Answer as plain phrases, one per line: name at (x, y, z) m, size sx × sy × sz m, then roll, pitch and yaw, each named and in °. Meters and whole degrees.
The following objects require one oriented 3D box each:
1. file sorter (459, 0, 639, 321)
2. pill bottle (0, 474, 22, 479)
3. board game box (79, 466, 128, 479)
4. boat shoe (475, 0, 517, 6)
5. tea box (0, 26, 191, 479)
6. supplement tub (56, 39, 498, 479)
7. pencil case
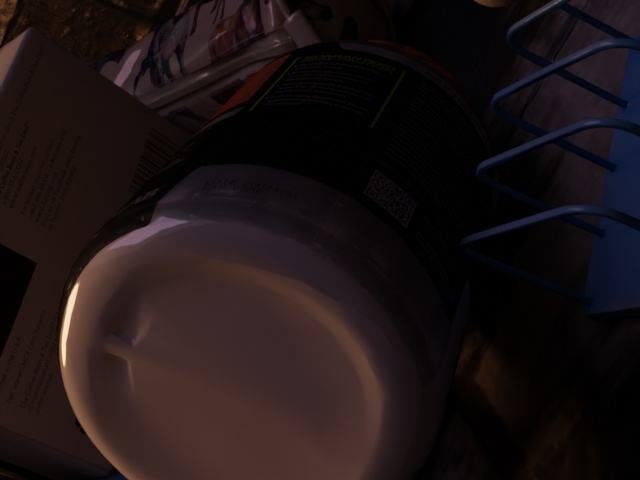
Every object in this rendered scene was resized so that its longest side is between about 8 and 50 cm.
file sorter at (0.149, -0.062, 0.486) m, size 0.118 × 0.104 × 0.170 m, roll -20°, pitch 51°, yaw 63°
pill bottle at (-0.293, 0.306, 0.824) m, size 0.224 × 0.392 × 0.224 m, roll -52°, pitch 27°, yaw 39°
board game box at (-0.166, 0.153, 0.888) m, size 0.210 × 0.047 × 0.160 m, roll 0°, pitch 63°, yaw 53°
boat shoe at (0.141, -0.261, 0.763) m, size 0.070 × 0.077 × 0.220 m, roll 74°, pitch -158°, yaw -64°
tea box at (-0.316, 0.036, 0.934) m, size 0.323 × 0.220 × 0.329 m, roll -14°, pitch 51°, yaw 44°
supplement tub at (0.000, 0.000, 0.585) m, size 0.194 × 0.193 × 0.316 m, roll -55°, pitch 2°, yaw 33°
pencil case at (-0.114, -0.165, 1.007) m, size 0.410 × 0.160 × 0.183 m, roll -16°, pitch 27°, yaw 42°
